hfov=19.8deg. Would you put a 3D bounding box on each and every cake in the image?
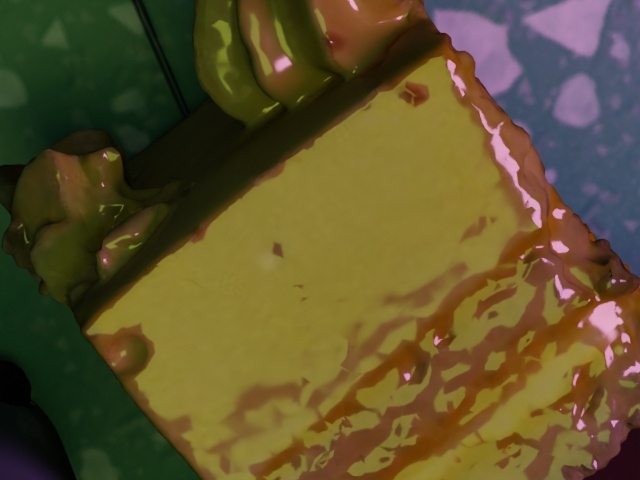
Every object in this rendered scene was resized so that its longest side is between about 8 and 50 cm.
[{"bbox_3d":[0.000,0.000,0.874,0.227,0.222,0.286,-40,102,1],"label":"cake"}]

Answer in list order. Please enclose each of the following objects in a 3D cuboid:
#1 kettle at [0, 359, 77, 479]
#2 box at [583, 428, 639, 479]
[{"bbox_3d":[-0.184,0.179,0.881,0.160,0.243,0.210,15,99,-10],"label":"kettle"},{"bbox_3d":[0.168,0.187,0.901,0.294,0.193,0.167,-45,138,-20],"label":"box"}]
